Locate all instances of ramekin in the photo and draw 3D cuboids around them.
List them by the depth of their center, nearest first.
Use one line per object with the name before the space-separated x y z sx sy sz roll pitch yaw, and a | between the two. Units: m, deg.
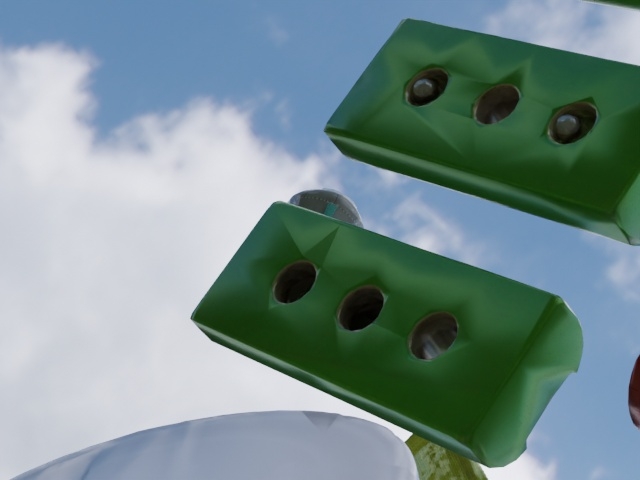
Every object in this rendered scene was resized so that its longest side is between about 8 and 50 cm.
ramekin | -0.073 0.193 0.865 0.272 0.273 0.127 -6 -75 27

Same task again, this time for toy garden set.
toy garden set | 0.109 -0.038 0.448 0.203 0.244 0.049 20 -22 46

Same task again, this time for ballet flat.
ballet flat | 0.000 0.000 1.212 0.072 0.213 0.068 24 -95 -2

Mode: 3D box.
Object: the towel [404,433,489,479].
towel | 0.023 0.221 1.148 0.021 0.237 0.102 22 -33 49
